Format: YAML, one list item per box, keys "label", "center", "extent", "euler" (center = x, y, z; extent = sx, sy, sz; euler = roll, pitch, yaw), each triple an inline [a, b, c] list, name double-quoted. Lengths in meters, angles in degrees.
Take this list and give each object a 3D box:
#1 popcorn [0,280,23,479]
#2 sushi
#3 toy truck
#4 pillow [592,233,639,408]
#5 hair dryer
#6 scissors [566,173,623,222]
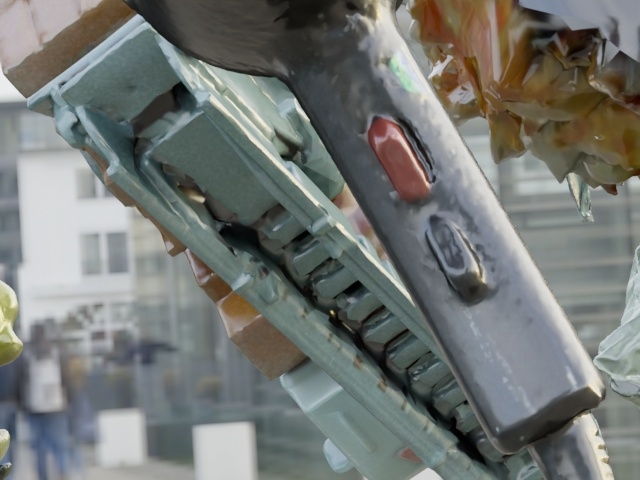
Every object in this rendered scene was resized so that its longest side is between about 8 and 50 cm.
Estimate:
- label: "popcorn"
  center: [-0.261, 0.087, 0.997]
  extent: [0.169, 0.218, 0.189]
  euler: [42, 19, 26]
- label: "sushi"
  center: [0.222, -0.218, 1.056]
  extent: [0.417, 0.417, 0.176]
  euler: [-4, -37, -4]
- label: "toy truck"
  center: [0.000, 0.000, 0.773]
  extent: [0.133, 0.338, 0.184]
  euler: [-35, 35, 8]
- label: "pillow"
  center: [0.301, 0.054, 1.024]
  extent: [0.283, 0.138, 0.310]
  euler: [21, 30, 1]
- label: "hair dryer"
  center: [0.023, -0.021, 0.451]
  extent: [0.091, 0.271, 0.235]
  euler: [-33, -9, 7]
- label: "scissors"
  center: [0.201, -0.101, 1.413]
  extent: [0.020, 0.187, 0.133]
  euler: [11, 48, 44]
